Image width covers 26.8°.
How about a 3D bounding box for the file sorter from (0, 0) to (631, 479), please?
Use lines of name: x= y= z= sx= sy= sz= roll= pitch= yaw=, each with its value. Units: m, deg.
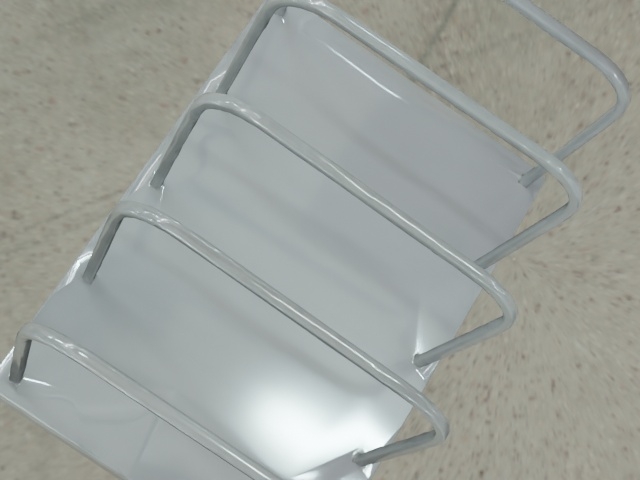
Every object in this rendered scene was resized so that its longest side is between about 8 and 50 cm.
file sorter: x=0.000 y=0.000 z=0.660 sx=0.193 sy=0.173 sz=0.278 roll=35 pitch=69 yaw=-4
